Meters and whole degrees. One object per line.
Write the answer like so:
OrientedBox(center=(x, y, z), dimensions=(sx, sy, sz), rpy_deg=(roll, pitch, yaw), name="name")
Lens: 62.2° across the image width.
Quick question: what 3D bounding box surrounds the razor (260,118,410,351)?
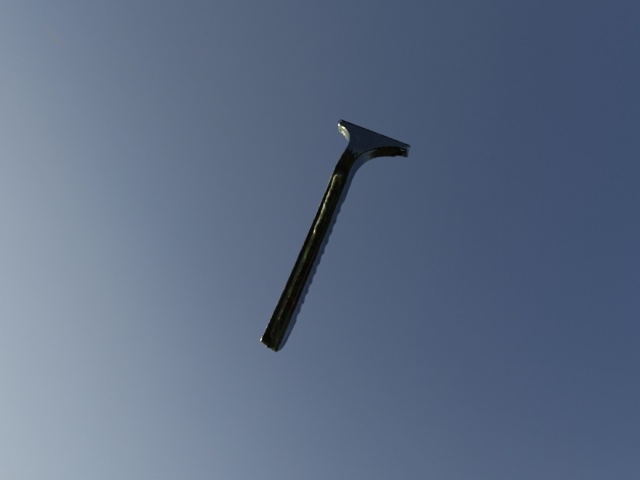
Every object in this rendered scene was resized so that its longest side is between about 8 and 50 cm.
OrientedBox(center=(-0.003, -0.001, 0.412), dimensions=(0.066, 0.033, 0.190), rpy_deg=(29, -83, 27), name="razor")
